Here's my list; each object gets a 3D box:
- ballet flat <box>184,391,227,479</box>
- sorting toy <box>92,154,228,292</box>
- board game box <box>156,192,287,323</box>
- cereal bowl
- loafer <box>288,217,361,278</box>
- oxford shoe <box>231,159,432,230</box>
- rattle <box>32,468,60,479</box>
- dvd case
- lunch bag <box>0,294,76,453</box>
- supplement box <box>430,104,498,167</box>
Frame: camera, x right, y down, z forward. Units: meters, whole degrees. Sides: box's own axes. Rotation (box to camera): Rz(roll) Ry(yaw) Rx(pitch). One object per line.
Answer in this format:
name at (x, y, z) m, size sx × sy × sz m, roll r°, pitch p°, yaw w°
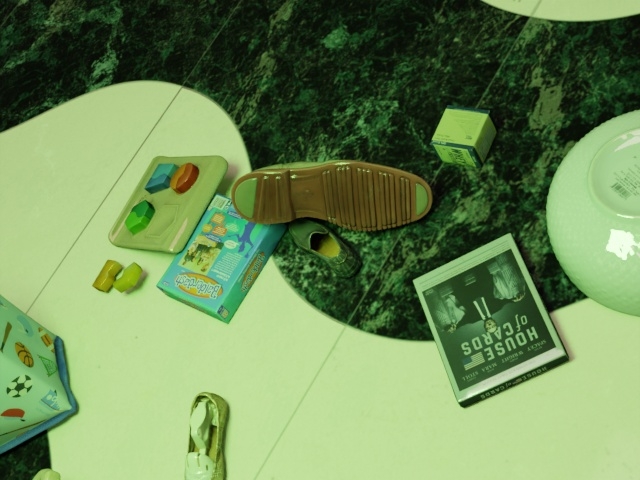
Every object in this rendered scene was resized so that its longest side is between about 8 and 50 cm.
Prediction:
ballet flat at (-0.195, 0.340, 1.769) m, size 0.073 × 0.067 × 0.206 m, roll -14°, pitch 55°, yaw 19°
sorting toy at (-0.320, -0.037, 2.066) m, size 0.229 × 0.041 × 0.307 m, roll 7°, pitch 63°, yaw 48°
board game box at (-0.179, 0.030, 1.973) m, size 0.160 × 0.047 × 0.210 m, roll 21°, pitch 72°, yaw 36°
cereal bowl at (0.494, -0.065, 1.616) m, size 0.339 × 0.141 × 0.339 m, roll -13°, pitch 56°, yaw 19°
loafer at (0.000, 0.000, 1.887) m, size 0.170 × 0.061 × 0.062 m, roll 32°, pitch 80°, yaw 39°
oxford shoe at (0.026, -0.095, 1.899) m, size 0.348 × 0.123 × 0.130 m, roll 5°, pitch 19°, yaw 12°
rattle at (-0.455, 0.469, 1.856) m, size 0.200 × 0.142 × 0.130 m, roll -46°, pitch 46°, yaw 44°
dvd case at (0.259, 0.121, 1.693) m, size 0.179 × 0.029 × 0.239 m, roll -27°, pitch 51°, yaw 11°
lunch bag at (-0.692, 0.250, 1.925) m, size 0.385 × 0.328 × 0.239 m, roll -32°, pitch 46°, yaw 8°
supplement box at (0.247, -0.179, 1.872) m, size 0.083 × 0.056 × 0.083 m, roll 12°, pitch 66°, yaw 33°
